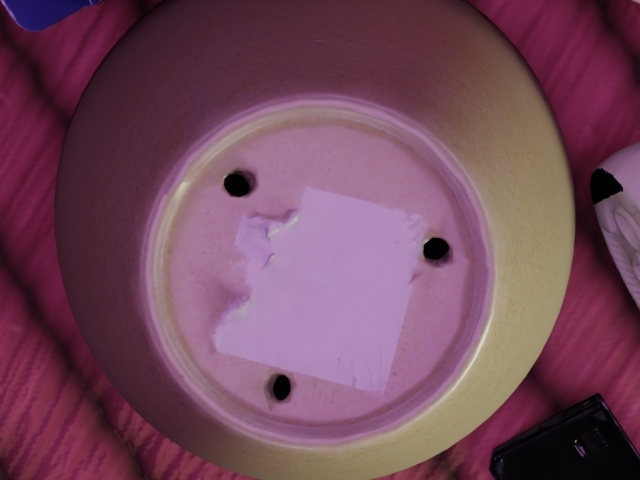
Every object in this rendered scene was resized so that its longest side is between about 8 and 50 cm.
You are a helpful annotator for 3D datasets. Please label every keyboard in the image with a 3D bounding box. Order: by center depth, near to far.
[{"bbox_3d":[0.173,0.161,0.930,0.100,0.038,0.192,-30,96,25],"label":"keyboard"}]

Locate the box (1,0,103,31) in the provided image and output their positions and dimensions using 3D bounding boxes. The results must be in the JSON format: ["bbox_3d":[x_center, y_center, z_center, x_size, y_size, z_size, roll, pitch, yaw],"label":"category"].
[{"bbox_3d":[-0.076,-0.193,0.820,0.225,0.036,0.136,-36,96,-36],"label":"box"}]

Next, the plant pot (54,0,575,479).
[{"bbox_3d":[0.000,0.000,0.786,0.256,0.274,0.256,0,95,-1],"label":"plant pot"}]

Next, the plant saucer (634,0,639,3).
[{"bbox_3d":[0.191,-0.199,0.758,0.332,0.332,0.084,18,52,-2],"label":"plant saucer"}]

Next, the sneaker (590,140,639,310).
[{"bbox_3d":[0.307,0.026,0.876,0.236,0.130,0.323,-40,90,-7],"label":"sneaker"}]
